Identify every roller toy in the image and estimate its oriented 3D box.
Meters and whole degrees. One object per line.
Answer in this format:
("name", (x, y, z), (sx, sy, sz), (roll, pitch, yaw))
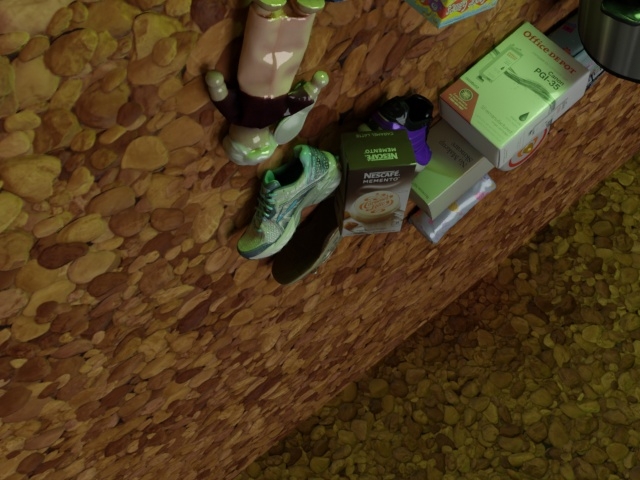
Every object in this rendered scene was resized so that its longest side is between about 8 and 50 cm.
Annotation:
("roller toy", (0.532, -0.296, 1.909), (0.191, 0.146, 0.209), (-44, 156, 4))

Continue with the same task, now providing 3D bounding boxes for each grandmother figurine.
("grandmother figurine", (-0.087, -0.250, 1.098), (0.208, 0.104, 0.342), (2, 142, -20))

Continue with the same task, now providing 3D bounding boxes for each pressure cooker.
("pressure cooker", (0.740, -0.580, 1.430), (0.376, 0.369, 0.420), (-8, 158, 13))

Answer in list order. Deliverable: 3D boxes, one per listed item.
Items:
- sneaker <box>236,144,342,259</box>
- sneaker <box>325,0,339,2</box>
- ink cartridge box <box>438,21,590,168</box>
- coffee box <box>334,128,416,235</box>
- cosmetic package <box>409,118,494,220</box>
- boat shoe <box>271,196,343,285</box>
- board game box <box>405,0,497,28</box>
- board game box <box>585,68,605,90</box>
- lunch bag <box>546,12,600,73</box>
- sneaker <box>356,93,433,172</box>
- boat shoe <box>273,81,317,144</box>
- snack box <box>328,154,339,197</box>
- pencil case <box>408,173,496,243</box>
("sneaker", (-0.091, -0.085, 1.399), (0.283, 0.110, 0.122), (-49, 138, 11))
("sneaker", (0.025, -0.418, 1.005), (0.071, 0.082, 0.190), (-4, 172, -5))
("ink cartridge box", (0.453, -0.345, 1.621), (0.283, 0.207, 0.117), (-41, 159, -3))
("coffee box", (0.110, -0.118, 1.461), (0.141, 0.098, 0.246), (-6, 148, -5))
("cosmetic package", (0.341, -0.219, 1.734), (0.309, 0.160, 0.113), (-41, 156, -3))
("boat shoe", (0.000, 0.000, 1.651), (0.285, 0.104, 0.089), (-46, 154, 9))
("board game box", (0.224, -0.500, 1.070), (0.142, 0.144, 0.275), (-29, 153, -27))
("board game box", (0.789, -0.495, 2.088), (0.170, 0.048, 0.141), (-45, 155, 10))
("lunch bag", (0.661, -0.484, 1.830), (0.279, 0.108, 0.224), (-37, 160, -8))
("sneaker", (0.208, -0.249, 1.542), (0.146, 0.102, 0.293), (-50, 156, 17))
("boat shoe", (-0.052, -0.232, 1.248), (0.046, 0.038, 0.125), (9, 127, -37))
("snack box", (0.051, -0.151, 1.548), (0.141, 0.037, 0.100), (-24, 150, -34))
("pencil case", (0.397, -0.112, 2.066), (0.273, 0.113, 0.124), (-43, 166, 4))
